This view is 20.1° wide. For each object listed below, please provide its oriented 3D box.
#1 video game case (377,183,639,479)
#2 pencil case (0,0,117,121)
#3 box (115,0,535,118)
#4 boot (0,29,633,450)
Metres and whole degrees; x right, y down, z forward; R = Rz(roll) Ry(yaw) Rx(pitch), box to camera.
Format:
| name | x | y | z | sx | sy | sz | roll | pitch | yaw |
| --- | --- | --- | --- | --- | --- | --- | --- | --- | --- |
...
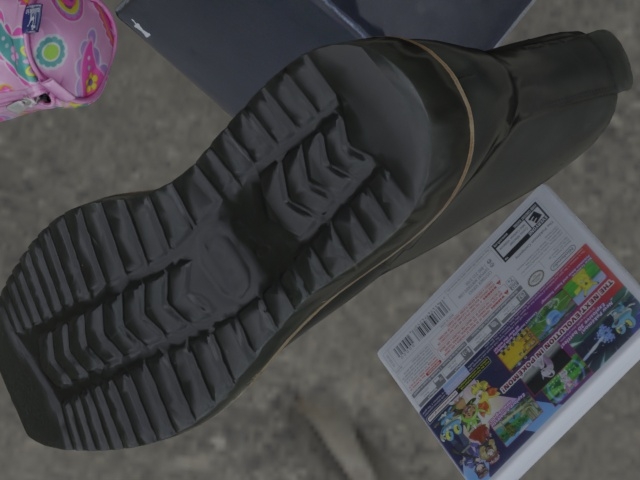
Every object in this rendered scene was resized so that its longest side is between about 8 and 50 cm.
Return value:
| name | x | y | z | sx | sy | sz | roll | pitch | yaw |
| --- | --- | --- | --- | --- | --- | --- | --- | --- | --- |
| video game case | 0.157 | 0.079 | 1.432 | 0.201 | 0.183 | 0.023 | -46 | 134 | 10 |
| pencil case | -0.320 | -0.162 | 1.687 | 0.284 | 0.124 | 0.124 | -6 | 141 | 38 |
| box | 0.049 | -0.220 | 1.174 | 0.183 | 0.294 | 0.296 | 43 | 165 | -11 |
| boot | 0.000 | 0.000 | 0.569 | 0.198 | 0.077 | 0.137 | -29 | 173 | 37 |
